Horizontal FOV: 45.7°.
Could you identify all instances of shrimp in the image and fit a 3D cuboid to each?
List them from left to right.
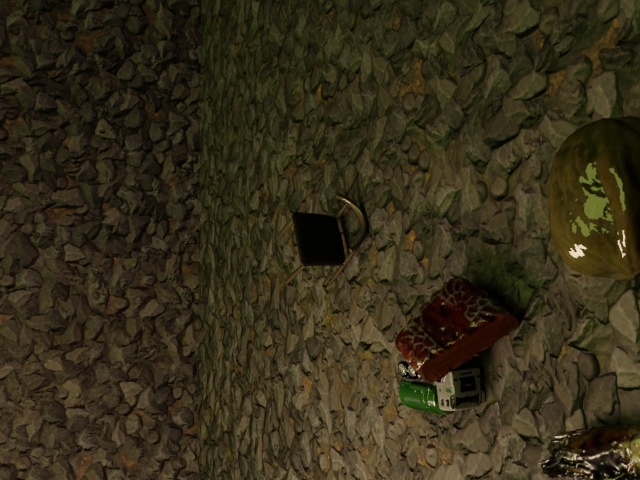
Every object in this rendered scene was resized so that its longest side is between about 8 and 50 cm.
[{"bbox_3d":[0.530,0.434,1.301,0.365,0.071,0.233,-27,70,53],"label":"shrimp"}]

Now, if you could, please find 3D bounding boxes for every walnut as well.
[{"bbox_3d":[0.484,-0.072,1.233,0.283,0.227,0.283,-7,-90,-79],"label":"walnut"}]

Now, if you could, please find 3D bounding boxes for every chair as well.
[{"bbox_3d":[0.000,0.000,2.196,0.272,0.166,0.188,-46,49,51],"label":"chair"}]

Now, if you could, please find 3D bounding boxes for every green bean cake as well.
[{"bbox_3d":[0.283,0.198,1.632,0.232,0.097,0.198,-45,34,2],"label":"green bean cake"}]

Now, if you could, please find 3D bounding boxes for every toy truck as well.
[{"bbox_3d":[0.267,0.338,1.753,0.242,0.101,0.125,-14,79,63],"label":"toy truck"}]
